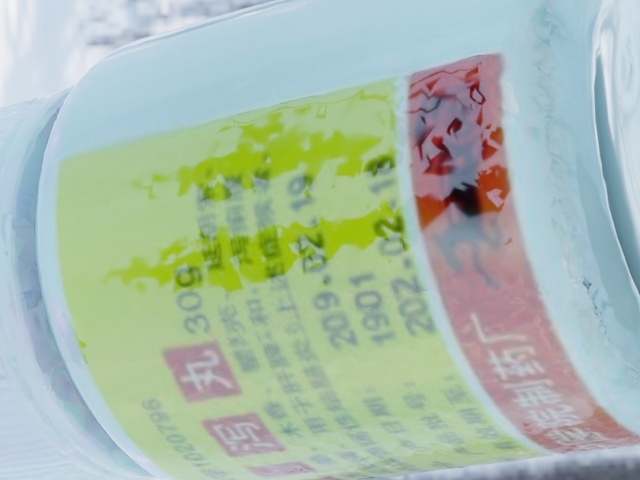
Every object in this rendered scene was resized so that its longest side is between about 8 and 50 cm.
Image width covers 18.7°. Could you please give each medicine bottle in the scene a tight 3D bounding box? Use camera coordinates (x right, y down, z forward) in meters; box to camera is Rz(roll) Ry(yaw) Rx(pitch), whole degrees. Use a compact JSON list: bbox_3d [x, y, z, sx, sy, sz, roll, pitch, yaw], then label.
[{"bbox_3d":[0.000,0.000,0.553,0.139,0.225,0.139,24,61,-53],"label":"medicine bottle"}]
